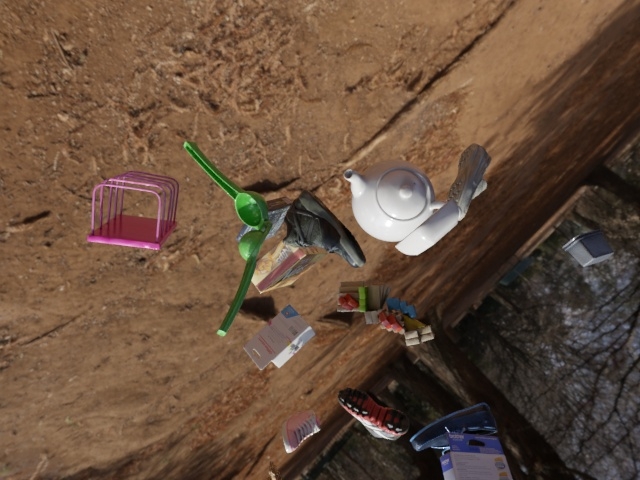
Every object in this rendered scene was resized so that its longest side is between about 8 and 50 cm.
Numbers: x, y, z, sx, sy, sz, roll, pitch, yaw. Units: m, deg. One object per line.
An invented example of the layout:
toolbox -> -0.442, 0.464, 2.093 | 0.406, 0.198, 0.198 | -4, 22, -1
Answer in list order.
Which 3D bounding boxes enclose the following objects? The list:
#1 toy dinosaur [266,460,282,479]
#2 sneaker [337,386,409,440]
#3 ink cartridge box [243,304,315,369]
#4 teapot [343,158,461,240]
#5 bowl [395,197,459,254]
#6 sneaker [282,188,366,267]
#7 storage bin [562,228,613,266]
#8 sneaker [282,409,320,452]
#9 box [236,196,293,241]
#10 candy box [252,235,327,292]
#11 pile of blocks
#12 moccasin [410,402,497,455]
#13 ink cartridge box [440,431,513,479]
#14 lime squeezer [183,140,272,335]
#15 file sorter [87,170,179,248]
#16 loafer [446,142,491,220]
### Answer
toy dinosaur -> -0.093, 0.693, 1.172 | 0.064, 0.212, 0.112 | -42, -172, -35
sneaker -> 0.182, 0.642, 1.592 | 0.098, 0.276, 0.135 | -50, 156, -44
ink cartridge box -> -0.119, 0.288, 1.256 | 0.181, 0.104, 0.062 | -41, 142, -12
teapot -> 0.217, -0.116, 1.201 | 0.255, 0.253, 0.187 | -27, 179, -10
bowl -> 0.251, -0.022, 1.003 | 0.142, 0.053, 0.142 | -37, 174, -23
sneaker -> 0.000, 0.000, 1.021 | 0.130, 0.227, 0.087 | -46, 169, 11
storage bin -> 0.904, 0.033, 1.466 | 0.135, 0.091, 0.098 | -11, 149, -23
sneaker -> -0.038, 0.394, 0.915 | 0.070, 0.051, 0.134 | -16, 177, 5
box -> -0.218, -0.079, 1.747 | 0.183, 0.059, 0.232 | -56, 166, 25
candy box -> -0.100, 0.070, 1.424 | 0.183, 0.088, 0.316 | -41, 170, 9
pile of blocks -> 0.210, 0.228, 1.442 | 0.149, 0.362, 0.112 | -69, 161, 3
moccasin -> 0.481, 0.670, 1.521 | 0.341, 0.117, 0.138 | -13, 144, -19
ink cartridge box -> 0.425, 0.671, 1.129 | 0.185, 0.311, 0.065 | 11, 138, -17
lime squeezer -> -0.117, -0.019, 0.627 | 0.058, 0.311, 0.109 | -35, 149, 33
file sorter -> -0.578, -0.109, 1.386 | 0.291, 0.202, 0.182 | -116, -145, -73
loafer -> 0.520, -0.196, 1.499 | 0.320, 0.111, 0.112 | -64, -173, -23
